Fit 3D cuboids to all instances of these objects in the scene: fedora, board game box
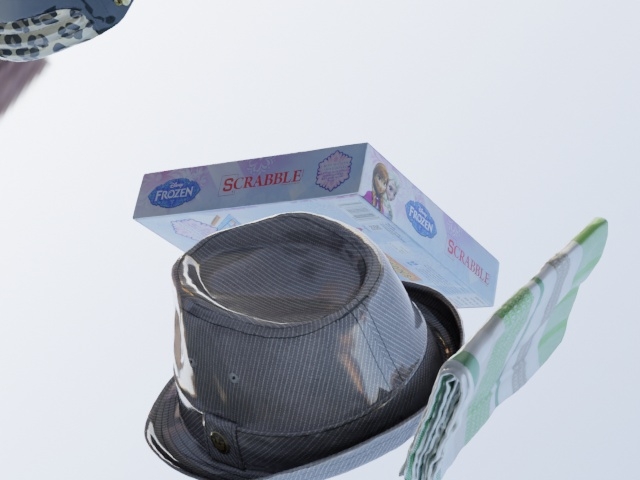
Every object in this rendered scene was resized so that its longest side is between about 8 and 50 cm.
[{"bbox_3d":[-0.030,0.061,0.961,0.243,0.124,0.275,-34,-151,-23],"label":"fedora"},{"bbox_3d":[0.000,0.000,1.542,0.318,0.318,0.066,-5,-117,34],"label":"board game box"}]

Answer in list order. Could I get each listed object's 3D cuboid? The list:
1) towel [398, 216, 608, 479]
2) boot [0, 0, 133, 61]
[{"bbox_3d":[0.105,0.063,0.712,0.023,0.152,0.113,37,-39,19],"label":"towel"},{"bbox_3d":[-0.132,-0.207,0.723,0.236,0.179,0.085,-23,-125,3],"label":"boot"}]
